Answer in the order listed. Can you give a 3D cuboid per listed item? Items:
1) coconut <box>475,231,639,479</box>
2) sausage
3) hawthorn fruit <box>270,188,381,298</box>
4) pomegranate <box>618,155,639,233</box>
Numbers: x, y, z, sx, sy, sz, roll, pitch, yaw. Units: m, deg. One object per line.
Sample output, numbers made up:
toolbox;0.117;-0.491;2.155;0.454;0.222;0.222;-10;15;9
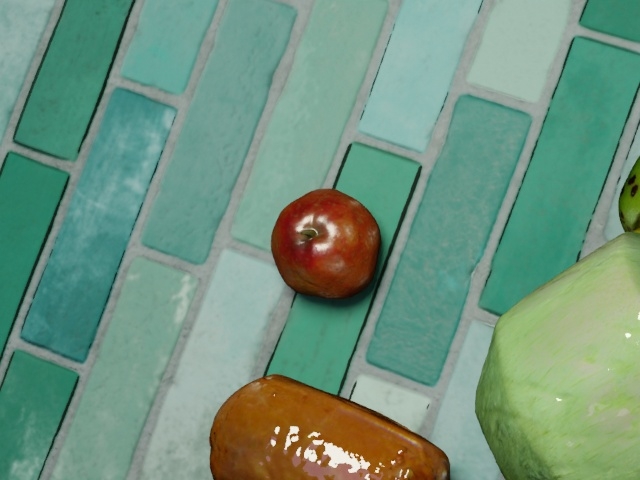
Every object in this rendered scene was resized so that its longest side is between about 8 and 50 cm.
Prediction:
coconut;0.325;0.148;1.531;0.328;0.281;0.328;2;97;20
sausage;0.006;0.236;1.666;0.268;0.153;0.141;21;87;17
hawthorn fruit;0.008;-0.001;1.722;0.125;0.140;0.125;3;53;-3
pomegranate;0.372;-0.054;1.626;0.143;0.122;0.169;-28;116;4
